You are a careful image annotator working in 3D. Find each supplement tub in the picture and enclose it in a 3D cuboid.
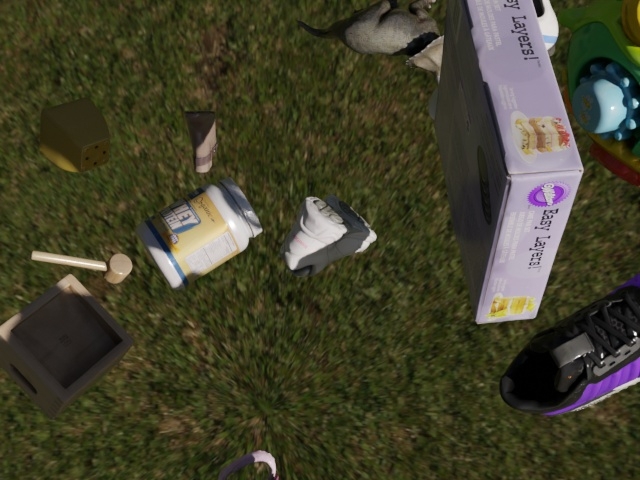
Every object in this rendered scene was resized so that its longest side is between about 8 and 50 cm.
[{"bbox_3d":[-0.224,-0.016,1.755,0.199,0.144,0.144,-33,83,-11],"label":"supplement tub"}]

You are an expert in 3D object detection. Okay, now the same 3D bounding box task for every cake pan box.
[{"bbox_3d":[0.160,-0.093,0.878,0.070,0.246,0.267,-5,56,-3],"label":"cake pan box"}]

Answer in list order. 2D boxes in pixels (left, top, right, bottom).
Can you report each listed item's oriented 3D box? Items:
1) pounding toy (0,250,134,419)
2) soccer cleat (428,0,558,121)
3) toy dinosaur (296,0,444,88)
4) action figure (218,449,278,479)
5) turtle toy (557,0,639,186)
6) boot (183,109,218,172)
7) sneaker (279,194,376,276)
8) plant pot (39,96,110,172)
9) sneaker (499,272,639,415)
[{"bbox_3d":[-0.338,0.100,1.270,0.181,0.094,0.206,46,52,1],"label":"pounding toy"},{"bbox_3d":[0.300,-0.339,1.698,0.331,0.143,0.116,-41,40,-24],"label":"soccer cleat"},{"bbox_3d":[0.110,-0.351,1.573,0.313,0.160,0.121,19,122,4],"label":"toy dinosaur"},{"bbox_3d":[-0.048,0.550,1.682,0.248,0.370,0.276,-31,58,30],"label":"action figure"},{"bbox_3d":[0.138,-0.043,0.341,0.130,0.095,0.066,34,107,3],"label":"turtle toy"},{"bbox_3d":[-0.167,-0.139,1.321,0.042,0.118,0.087,5,98,7],"label":"boot"},{"bbox_3d":[0.000,0.000,1.352,0.090,0.232,0.115,45,104,18],"label":"sneaker"},{"bbox_3d":[-0.351,-0.146,1.377,0.081,0.081,0.083,-26,56,-38],"label":"plant pot"},{"bbox_3d":[0.311,0.113,1.030,0.146,0.293,0.102,2,53,-44],"label":"sneaker"}]
